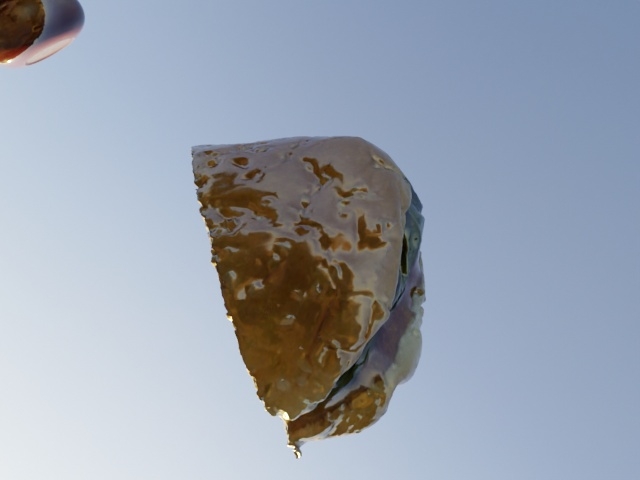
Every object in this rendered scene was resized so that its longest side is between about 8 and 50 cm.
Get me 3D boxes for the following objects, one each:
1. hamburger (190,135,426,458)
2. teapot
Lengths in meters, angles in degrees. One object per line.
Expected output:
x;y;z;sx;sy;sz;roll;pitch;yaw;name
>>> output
0.003;0.001;0.595;0.330;0.209;0.162;-119;-166;-45;hamburger
-0.508;-0.362;1.074;0.135;0.252;0.178;59;-25;-12;teapot
